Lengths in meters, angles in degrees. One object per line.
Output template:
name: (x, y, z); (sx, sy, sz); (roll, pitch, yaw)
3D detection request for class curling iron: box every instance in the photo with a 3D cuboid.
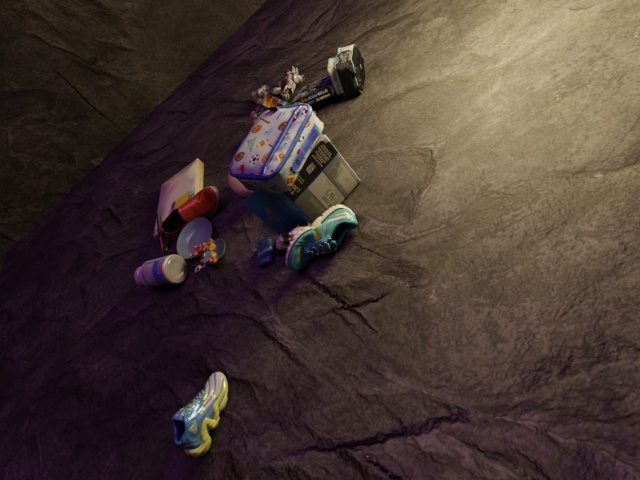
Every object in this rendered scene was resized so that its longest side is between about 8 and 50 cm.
curling iron: (-0.720, -0.017, 1.971); (0.068, 0.035, 0.274); (-38, 56, 24)

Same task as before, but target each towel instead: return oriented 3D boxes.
towel: (-0.200, 0.041, 1.547); (0.067, 0.029, 0.120); (-28, 44, 19)

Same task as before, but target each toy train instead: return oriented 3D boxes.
toy train: (-0.457, 0.062, 1.700); (0.125, 0.046, 0.166); (-40, 38, 8)

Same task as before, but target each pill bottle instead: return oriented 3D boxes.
pill bottle: (-0.673, 0.135, 1.793); (0.221, 0.124, 0.124); (-12, 51, 33)

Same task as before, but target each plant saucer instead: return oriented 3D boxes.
plant saucer: (-0.532, -0.004, 1.839); (0.194, 0.037, 0.195); (-14, 58, 24)
plant saucer: (-0.423, 0.050, 1.731); (0.119, 0.021, 0.120); (-22, 46, 25)

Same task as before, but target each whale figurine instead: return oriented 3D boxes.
whale figurine: (-0.252, -0.291, 1.760); (0.216, 0.141, 0.272); (31, 84, 27)

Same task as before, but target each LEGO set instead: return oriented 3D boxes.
LEGO set: (-0.152, -0.407, 1.631); (0.192, 0.331, 0.255); (37, 109, 39)

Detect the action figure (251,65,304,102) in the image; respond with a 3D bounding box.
action figure: (-0.200, -0.767, 2.149); (0.284, 0.099, 0.186); (-11, 45, 29)

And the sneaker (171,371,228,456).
sneaker: (-0.350, 0.488, 1.240); (0.091, 0.126, 0.240); (-15, 50, 30)

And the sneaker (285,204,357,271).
sneaker: (0.000, 0.000, 1.365); (0.275, 0.107, 0.110); (-44, 50, 3)

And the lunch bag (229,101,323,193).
lunch bag: (-0.130, -0.292, 1.329); (0.243, 0.115, 0.304); (9, 66, 40)

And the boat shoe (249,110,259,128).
boat shoe: (-0.181, -0.518, 1.932); (0.324, 0.123, 0.117); (9, 98, 34)

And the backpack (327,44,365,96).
backpack: (0.113, -0.713, 1.787); (0.144, 0.166, 0.189); (-3, 54, 27)

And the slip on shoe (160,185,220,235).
slip on shoe: (-0.578, -0.124, 1.905); (0.331, 0.123, 0.101); (-32, -2, 16)

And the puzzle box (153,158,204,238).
puzzle box: (-0.703, -0.210, 2.146); (0.272, 0.052, 0.409); (-30, 44, 17)

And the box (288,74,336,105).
box: (-0.019, -0.665, 1.913); (0.220, 0.051, 0.175); (-13, 36, 32)

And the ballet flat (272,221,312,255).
ballet flat: (-0.099, -0.009, 1.462); (0.203, 0.074, 0.074); (-25, 45, 26)

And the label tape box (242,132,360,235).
label tape box: (-0.055, -0.163, 1.432); (0.334, 0.240, 0.106); (-48, 43, -2)
